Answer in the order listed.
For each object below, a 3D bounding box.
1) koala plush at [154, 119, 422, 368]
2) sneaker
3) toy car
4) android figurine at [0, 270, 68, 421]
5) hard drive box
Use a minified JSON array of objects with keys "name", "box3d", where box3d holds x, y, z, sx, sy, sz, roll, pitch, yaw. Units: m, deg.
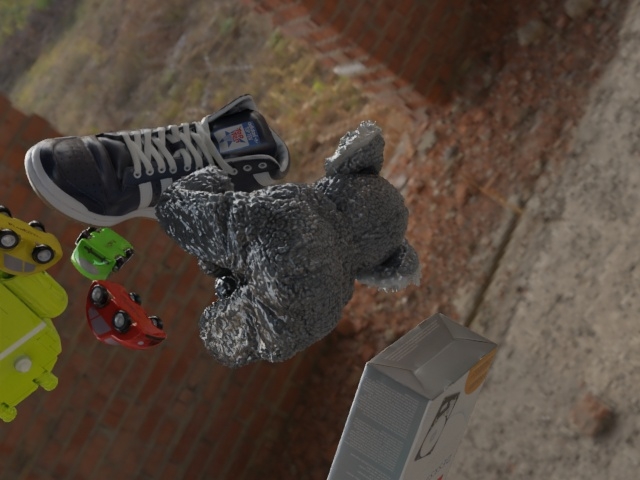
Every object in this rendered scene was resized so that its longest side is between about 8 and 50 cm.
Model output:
[{"name":"koala plush","box3d":[0.000,0.000,1.021,0.221,0.196,0.203,-25,13,-34]},{"name":"sneaker","box3d":[-0.147,-0.084,1.080,0.153,0.282,0.099,-33,67,29]},{"name":"toy car","box3d":[-0.265,0.034,1.211,0.053,0.239,0.225,-53,3,12]},{"name":"android figurine","box3d":[-0.403,0.116,1.215,0.248,0.273,0.056,-36,46,-5]},{"name":"hard drive box","box3d":[0.101,0.225,1.264,0.181,0.089,0.232,-27,-41,-53]}]
